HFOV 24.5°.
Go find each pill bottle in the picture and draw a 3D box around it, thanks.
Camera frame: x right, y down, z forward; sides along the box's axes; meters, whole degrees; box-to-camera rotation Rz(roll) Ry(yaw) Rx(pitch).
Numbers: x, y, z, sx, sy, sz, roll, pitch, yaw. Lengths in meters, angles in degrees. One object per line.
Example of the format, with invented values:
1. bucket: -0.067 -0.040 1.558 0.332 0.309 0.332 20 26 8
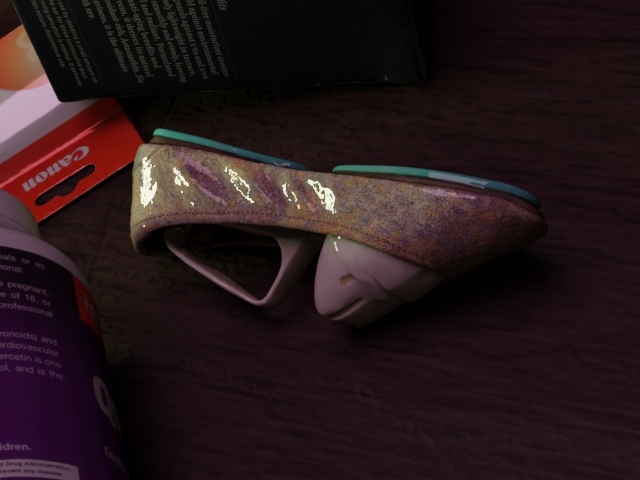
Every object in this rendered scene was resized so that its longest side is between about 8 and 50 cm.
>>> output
1. pill bottle: -0.216 0.117 0.917 0.181 0.181 0.323 -23 49 5

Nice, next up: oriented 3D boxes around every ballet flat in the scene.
1. ballet flat: 0.000 0.000 0.985 0.316 0.107 0.106 10 79 35

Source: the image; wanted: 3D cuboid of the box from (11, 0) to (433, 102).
1. box: -0.063 -0.278 1.132 0.294 0.183 0.296 -2 54 10

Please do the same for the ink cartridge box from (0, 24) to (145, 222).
1. ink cartridge box: -0.236 -0.095 1.179 0.145 0.045 0.179 -33 47 -3
